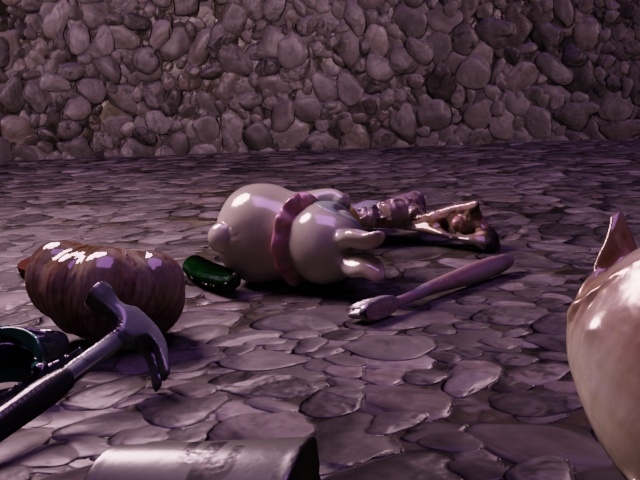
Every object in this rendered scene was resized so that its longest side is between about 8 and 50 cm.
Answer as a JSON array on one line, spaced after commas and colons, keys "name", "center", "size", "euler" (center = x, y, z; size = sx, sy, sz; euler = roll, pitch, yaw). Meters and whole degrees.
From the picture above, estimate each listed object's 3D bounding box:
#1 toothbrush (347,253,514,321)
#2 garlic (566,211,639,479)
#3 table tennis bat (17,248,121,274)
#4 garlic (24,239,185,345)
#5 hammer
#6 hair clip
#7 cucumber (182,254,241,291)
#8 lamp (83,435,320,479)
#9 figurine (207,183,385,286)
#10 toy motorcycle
[{"name": "toothbrush", "center": [0.136, 0.050, 1.186], "size": [0.029, 0.025, 0.307], "euler": [-4, 7, 42]}, {"name": "garlic", "center": [0.305, 0.070, 0.550], "size": [0.286, 0.249, 0.313], "euler": [-30, 4, -34]}, {"name": "table tennis bat", "center": [-0.334, 0.036, 1.391], "size": [0.154, 0.021, 0.274], "euler": [-4, 9, -6]}, {"name": "garlic", "center": [-0.216, 0.055, 1.041], "size": [0.159, 0.102, 0.147], "euler": [8, -4, -5]}, {"name": "hammer", "center": [-0.206, 0.118, 0.813], "size": [0.103, 0.029, 0.246], "euler": [40, 33, 5]}, {"name": "hair clip", "center": [0.123, -0.031, 1.505], "size": [0.300, 0.069, 0.173], "euler": [5, 13, 36]}, {"name": "cucumber", "center": [-0.139, 0.041, 1.282], "size": [0.036, 0.033, 0.184], "euler": [-33, 21, -18]}, {"name": "lamp", "center": [0.002, 0.147, 0.442], "size": [0.214, 0.121, 0.121], "euler": [9, 13, 14]}, {"name": "figurine", "center": [0.000, 0.000, 1.247], "size": [0.235, 0.127, 0.155], "euler": [8, 0, 32]}, {"name": "toy motorcycle", "center": [-0.286, 0.110, 0.878], "size": [0.173, 0.058, 0.100], "euler": [-12, 21, -37]}]
